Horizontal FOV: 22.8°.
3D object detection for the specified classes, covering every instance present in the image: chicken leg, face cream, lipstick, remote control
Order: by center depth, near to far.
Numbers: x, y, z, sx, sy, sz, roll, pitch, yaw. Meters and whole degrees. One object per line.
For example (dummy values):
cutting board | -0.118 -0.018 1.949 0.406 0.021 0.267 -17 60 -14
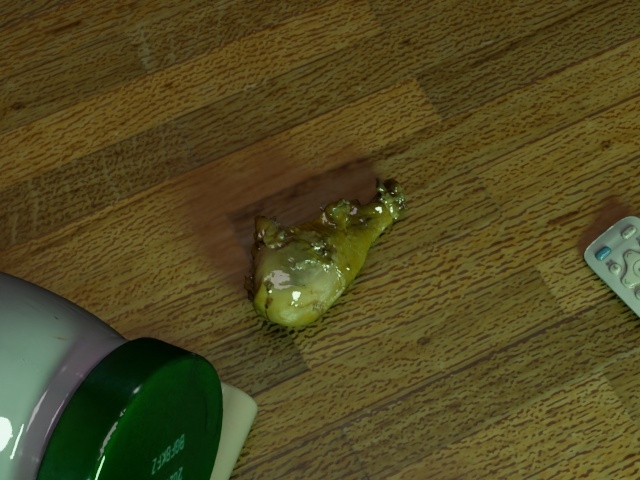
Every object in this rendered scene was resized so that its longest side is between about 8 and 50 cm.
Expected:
face cream | -0.282 0.137 1.328 0.357 0.312 0.219 17 85 23
lipstick | -0.134 0.248 1.412 0.070 0.070 0.254 19 64 9
remote control | 0.351 0.071 1.531 0.073 0.044 0.229 -40 61 -3
chicken leg | 0.002 0.002 1.542 0.101 0.085 0.207 33 57 27
